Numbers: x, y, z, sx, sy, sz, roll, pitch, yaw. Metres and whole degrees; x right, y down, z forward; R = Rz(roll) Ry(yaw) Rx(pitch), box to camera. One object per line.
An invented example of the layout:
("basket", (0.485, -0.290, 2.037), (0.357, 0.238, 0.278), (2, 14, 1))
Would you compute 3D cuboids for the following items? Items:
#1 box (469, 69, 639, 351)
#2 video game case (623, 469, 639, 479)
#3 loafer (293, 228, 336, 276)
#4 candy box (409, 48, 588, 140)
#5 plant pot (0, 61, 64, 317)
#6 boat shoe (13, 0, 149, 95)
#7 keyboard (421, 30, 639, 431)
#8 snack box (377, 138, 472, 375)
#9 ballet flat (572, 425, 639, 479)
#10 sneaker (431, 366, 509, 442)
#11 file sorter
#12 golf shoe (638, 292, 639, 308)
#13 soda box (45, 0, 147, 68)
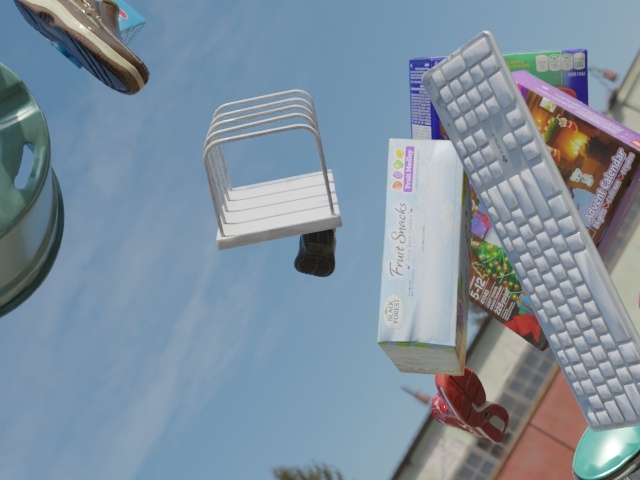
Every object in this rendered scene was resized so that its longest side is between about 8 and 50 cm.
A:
("box", (0.264, -0.035, 1.260), (0.057, 0.201, 0.293), (-19, -43, -48))
("video game case", (0.488, 0.403, 1.354), (0.036, 0.329, 0.300), (-41, -16, 21))
("loafer", (0.000, 0.000, 1.942), (0.220, 0.080, 0.078), (106, 177, -61))
("candy box", (0.291, -0.144, 1.648), (0.122, 0.268, 0.317), (-140, 45, -74))
("plant pot", (-0.482, -0.071, 1.281), (0.341, 0.341, 0.334), (-53, 8, -21))
("boat shoe", (-0.317, -0.302, 1.408), (0.095, 0.257, 0.095), (-45, -22, -16))
("keyboard", (0.138, -0.002, 0.627), (0.014, 0.256, 0.072), (-25, -3, -27))
("snack box", (0.097, 0.023, 0.904), (0.207, 0.070, 0.174), (59, -146, -73))
("ballet flat", (0.364, 0.199, 1.157), (0.221, 0.077, 0.079), (-56, -41, -17))
("sneaker", (0.223, 0.281, 1.743), (0.221, 0.128, 0.087), (49, -125, -37))
("file sorter", (-0.082, -0.123, 1.639), (0.277, 0.193, 0.173), (-97, -5, -71))
("golf shoe", (0.422, 0.148, 0.966), (0.115, 0.306, 0.140), (-44, -17, 15))
("soda box", (-0.351, -0.333, 1.605), (0.067, 0.071, 0.210), (-47, 6, 20))
